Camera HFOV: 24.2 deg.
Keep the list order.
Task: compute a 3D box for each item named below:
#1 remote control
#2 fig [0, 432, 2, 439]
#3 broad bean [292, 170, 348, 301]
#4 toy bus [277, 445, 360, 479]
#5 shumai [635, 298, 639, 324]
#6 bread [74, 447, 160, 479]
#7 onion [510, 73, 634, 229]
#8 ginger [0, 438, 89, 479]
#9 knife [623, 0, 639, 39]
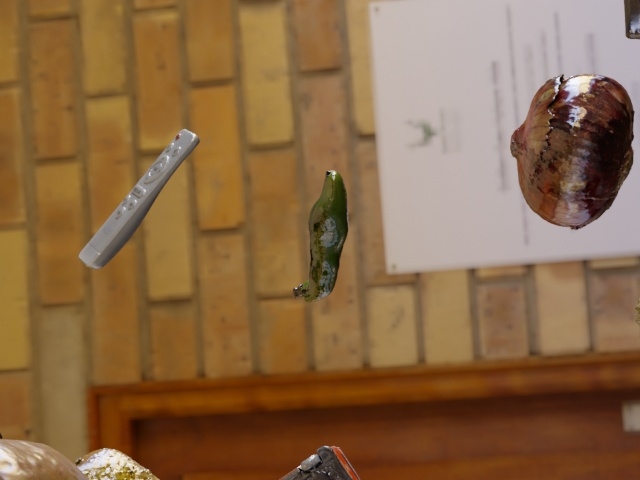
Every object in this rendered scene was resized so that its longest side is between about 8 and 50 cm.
[{"bbox_3d":[-0.194,-0.043,1.625,0.027,0.184,0.050,40,176,-28],"label":"remote control"},{"bbox_3d":[-0.551,0.286,2.177,0.205,0.205,0.205,-5,-90,-82],"label":"fig"},{"bbox_3d":[0.005,0.006,1.973,0.046,0.061,0.195,-20,-45,-48],"label":"broad bean"},{"bbox_3d":[-0.031,0.331,1.900,0.079,0.174,0.077,56,-166,6],"label":"toy bus"},{"bbox_3d":[0.534,0.104,2.221,0.153,0.161,0.210,-167,74,-69],"label":"shumai"},{"bbox_3d":[-0.347,0.473,2.536,0.195,0.246,0.176,-45,-22,-31],"label":"bread"},{"bbox_3d":[0.388,-0.142,2.305,0.246,0.190,0.246,10,-90,-78],"label":"onion"},{"bbox_3d":[-0.365,0.340,1.822,0.223,0.200,0.269,-33,-16,-50],"label":"ginger"},{"bbox_3d":[0.369,-0.356,1.796,0.060,0.028,0.230,15,-110,-67],"label":"knife"}]
